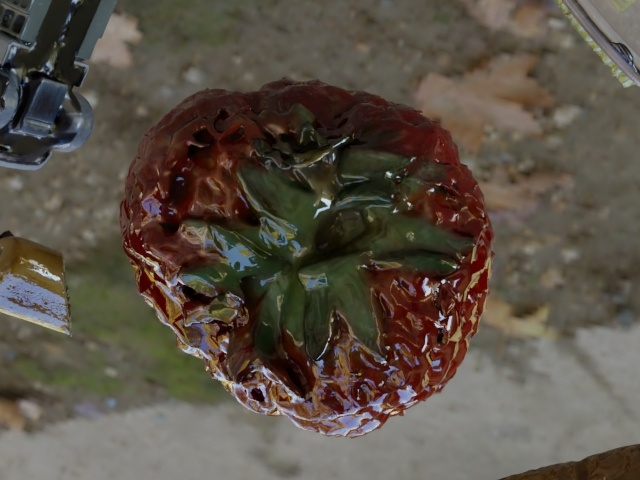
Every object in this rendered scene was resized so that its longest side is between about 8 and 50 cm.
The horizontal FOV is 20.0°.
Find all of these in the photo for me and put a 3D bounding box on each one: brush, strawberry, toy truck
[{"bbox_3d":[0.119,-0.214,1.099,0.313,0.072,0.067,50,156,-8],"label":"brush"},{"bbox_3d":[0.000,0.000,1.455,0.312,0.267,0.351,38,-174,11],"label":"strawberry"},{"bbox_3d":[-0.164,-0.175,1.062,0.124,0.253,0.114,29,-173,24],"label":"toy truck"}]

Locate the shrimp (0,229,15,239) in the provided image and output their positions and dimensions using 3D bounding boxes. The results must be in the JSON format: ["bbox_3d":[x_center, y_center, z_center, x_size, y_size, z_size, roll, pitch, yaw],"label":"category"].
[{"bbox_3d":[-0.329,0.013,1.530,0.173,0.253,0.058,34,152,10],"label":"shrimp"}]

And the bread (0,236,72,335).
[{"bbox_3d":[-0.209,0.031,1.359,0.103,0.049,0.062,23,122,-41],"label":"bread"}]

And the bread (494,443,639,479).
[{"bbox_3d":[0.105,0.108,0.616,0.132,0.053,0.074,-15,114,28],"label":"bread"}]
